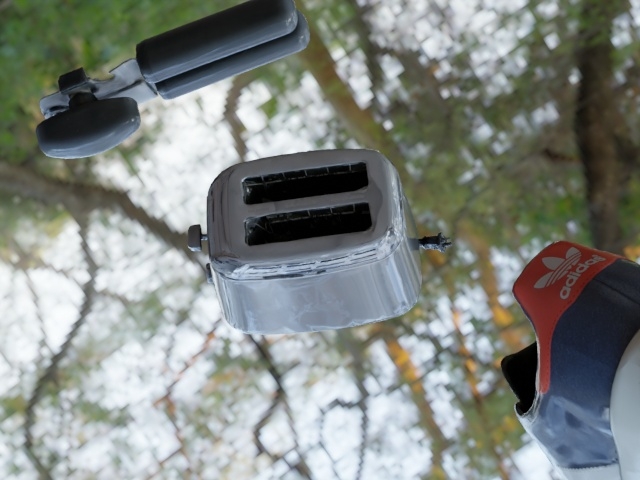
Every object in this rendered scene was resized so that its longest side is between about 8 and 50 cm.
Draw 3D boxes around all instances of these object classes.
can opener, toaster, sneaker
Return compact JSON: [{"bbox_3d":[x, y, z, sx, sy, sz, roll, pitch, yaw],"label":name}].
[{"bbox_3d":[-0.143,-0.155,1.598,0.280,0.093,0.074,-23,156,9],"label":"can opener"},{"bbox_3d":[0.000,0.000,1.469,0.227,0.129,0.146,-6,155,7],"label":"toaster"},{"bbox_3d":[0.194,0.130,1.069,0.131,0.350,0.148,-38,-129,-24],"label":"sneaker"}]
